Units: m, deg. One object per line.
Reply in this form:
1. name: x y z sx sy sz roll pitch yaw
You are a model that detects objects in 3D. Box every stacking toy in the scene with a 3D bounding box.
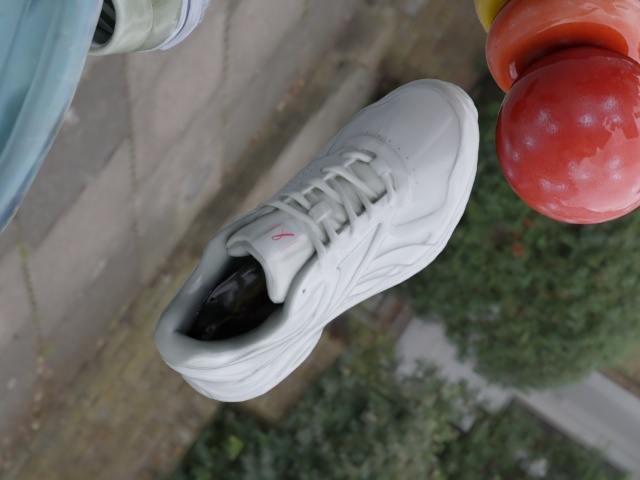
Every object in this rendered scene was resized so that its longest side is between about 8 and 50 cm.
1. stacking toy: 0.127 -0.158 0.841 0.141 0.141 0.330 112 -19 -54

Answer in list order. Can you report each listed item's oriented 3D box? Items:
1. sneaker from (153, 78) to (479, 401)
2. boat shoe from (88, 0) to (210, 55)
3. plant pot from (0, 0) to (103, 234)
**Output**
1. sneaker: 0.000 0.000 0.859 0.232 0.090 0.115 -48 166 3
2. boat shoe: -0.191 -0.214 0.868 0.109 0.302 0.094 -56 171 26
3. plant pot: -0.266 -0.098 0.258 0.334 0.341 0.341 -16 140 -57
